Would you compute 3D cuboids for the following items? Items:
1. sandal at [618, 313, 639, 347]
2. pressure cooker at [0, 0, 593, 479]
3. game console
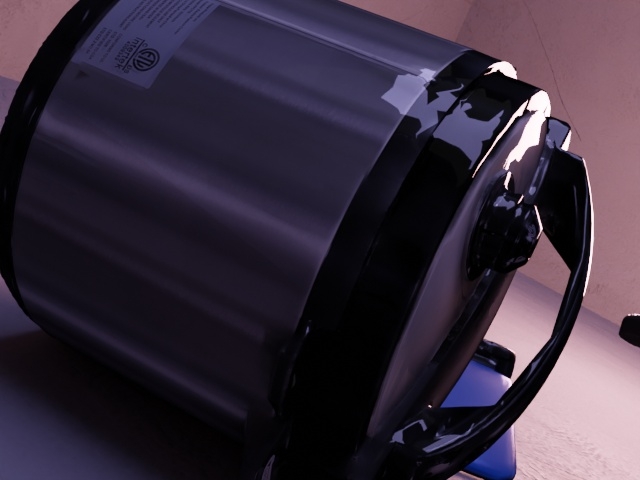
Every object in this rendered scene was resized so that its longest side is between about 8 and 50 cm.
[{"bbox_3d":[0.458,0.162,0.814,0.167,0.107,0.445,23,-3,-38],"label":"sandal"},{"bbox_3d":[-0.001,-0.002,0.720,0.420,0.370,0.375,24,12,19],"label":"pressure cooker"},{"bbox_3d":[0.062,0.160,1.021,0.293,0.173,0.250,24,-22,-8],"label":"game console"}]
